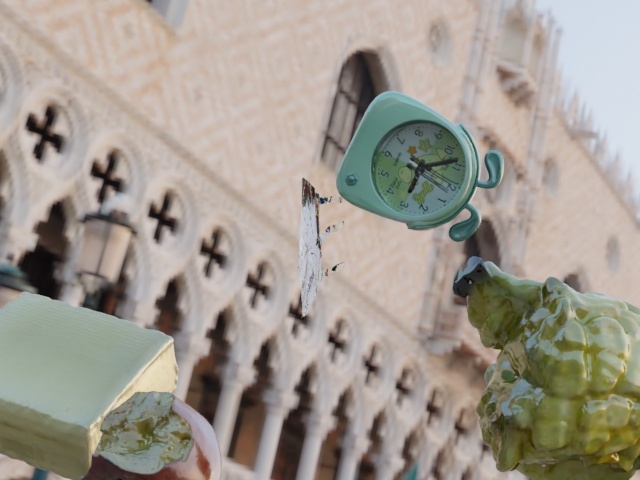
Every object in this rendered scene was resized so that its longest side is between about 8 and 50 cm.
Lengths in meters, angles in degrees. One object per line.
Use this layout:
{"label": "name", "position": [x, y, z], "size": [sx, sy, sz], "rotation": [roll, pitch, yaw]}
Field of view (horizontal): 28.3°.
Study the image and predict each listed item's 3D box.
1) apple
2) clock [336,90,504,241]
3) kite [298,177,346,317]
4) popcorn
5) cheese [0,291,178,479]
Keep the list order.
{"label": "apple", "position": [-0.192, 0.262, 1.494], "size": [0.156, 0.158, 0.147], "rotation": [-28, -72, 33]}
{"label": "clock", "position": [0.122, -0.082, 1.536], "size": [0.188, 0.148, 0.060], "rotation": [29, 2, 17]}
{"label": "kite", "position": [0.000, 0.000, 1.489], "size": [0.015, 0.152, 0.285], "rotation": [1, 4, 11]}
{"label": "popcorn", "position": [0.312, 0.186, 1.614], "size": [0.237, 0.293, 0.293], "rotation": [14, -17, -35]}
{"label": "cheese", "position": [-0.374, 0.201, 1.792], "size": [0.265, 0.242, 0.124], "rotation": [14, -58, 21]}
